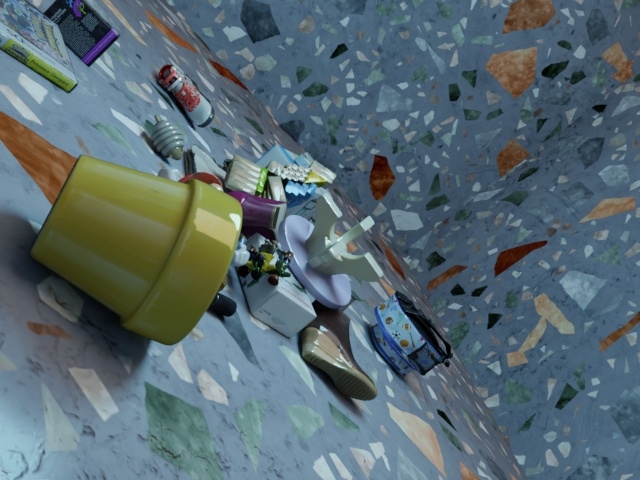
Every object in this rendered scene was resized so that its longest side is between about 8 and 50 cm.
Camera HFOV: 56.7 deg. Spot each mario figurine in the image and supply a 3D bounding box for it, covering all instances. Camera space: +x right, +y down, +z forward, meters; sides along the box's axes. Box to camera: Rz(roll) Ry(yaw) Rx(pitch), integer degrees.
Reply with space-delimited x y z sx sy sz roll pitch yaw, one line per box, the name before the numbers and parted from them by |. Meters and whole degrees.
mario figurine | -0.247 -0.046 1.245 0.320 0.170 0.198 -103 -174 -48

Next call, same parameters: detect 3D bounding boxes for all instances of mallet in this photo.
mallet | -0.237 0.083 1.261 0.062 0.039 0.189 33 17 -50

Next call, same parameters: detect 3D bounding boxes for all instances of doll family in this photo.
doll family | -0.160 0.049 1.371 0.111 0.193 0.076 -65 148 -34

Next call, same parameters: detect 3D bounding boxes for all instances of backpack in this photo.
backpack | 0.296 0.322 2.088 0.263 0.213 0.276 55 4 -21

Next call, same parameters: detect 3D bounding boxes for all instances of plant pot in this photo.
plant pot | -0.282 -0.001 0.889 0.239 0.254 0.254 28 22 -25

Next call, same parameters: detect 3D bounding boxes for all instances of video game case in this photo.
video game case | -0.669 -0.478 1.310 0.248 0.035 0.274 35 21 -53

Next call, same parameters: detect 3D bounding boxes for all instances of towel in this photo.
towel | -0.300 -0.155 1.683 0.187 0.049 0.282 42 16 -36

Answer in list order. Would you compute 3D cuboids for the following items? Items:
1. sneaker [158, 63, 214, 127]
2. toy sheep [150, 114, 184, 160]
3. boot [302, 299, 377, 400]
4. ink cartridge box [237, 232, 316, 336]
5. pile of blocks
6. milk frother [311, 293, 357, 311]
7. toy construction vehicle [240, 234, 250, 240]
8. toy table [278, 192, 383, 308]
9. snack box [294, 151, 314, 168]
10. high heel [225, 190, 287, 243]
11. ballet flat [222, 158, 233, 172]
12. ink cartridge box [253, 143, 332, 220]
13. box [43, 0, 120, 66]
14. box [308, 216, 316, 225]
sneaker | -0.459 -0.489 1.988 0.145 0.090 0.270 35 17 -50
toy sheep | -0.403 -0.269 1.559 0.132 0.091 0.091 57 12 0
boot | 0.064 0.275 1.536 0.248 0.090 0.206 40 36 -16
ink cartridge box | -0.116 0.110 1.472 0.160 0.093 0.219 39 17 -43
pile of blocks | -0.128 -0.156 1.763 0.362 0.113 0.148 -1 68 -30
milk frother | 0.001 0.153 1.662 0.143 0.135 0.129 47 -1 -27
toy construction vehicle | -0.187 -0.004 1.682 0.086 0.035 0.098 50 12 -6
toy table | 0.032 0.025 1.521 0.274 0.161 0.252 49 35 -12
snack box | -0.034 -0.248 2.002 0.100 0.037 0.141 52 12 -4
high heel | -0.192 -0.070 1.600 0.181 0.127 0.377 13 -8 2
ballet flat | -0.252 -0.187 1.862 0.250 0.084 0.058 56 -4 42
ink cartridge box | -0.120 -0.171 2.029 0.197 0.198 0.270 54 13 12
box | -0.613 -0.545 1.517 0.162 0.116 0.029 46 12 -26
box | 0.000 0.000 2.306 0.231 0.056 0.183 46 13 -23
